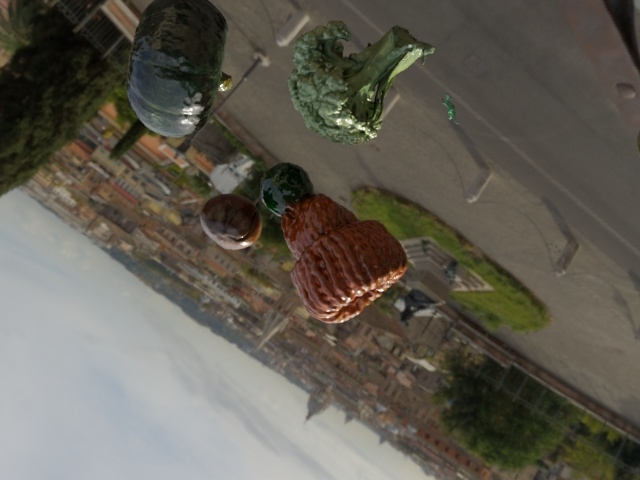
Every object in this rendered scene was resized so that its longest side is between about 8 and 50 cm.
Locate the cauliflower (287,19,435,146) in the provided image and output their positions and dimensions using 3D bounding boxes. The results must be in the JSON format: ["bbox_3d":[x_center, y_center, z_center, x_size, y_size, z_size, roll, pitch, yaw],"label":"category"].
[{"bbox_3d":[0.054,-0.353,1.137,0.261,0.281,0.327,23,-160,-22],"label":"cauliflower"}]

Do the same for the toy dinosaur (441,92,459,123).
[{"bbox_3d":[0.351,-0.355,1.422,0.083,0.021,0.062,54,161,38],"label":"toy dinosaur"}]

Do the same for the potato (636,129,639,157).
[{"bbox_3d":[0.808,-0.192,1.074,0.326,0.243,0.221,33,177,-9],"label":"potato"}]

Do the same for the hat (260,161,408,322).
[{"bbox_3d":[0.000,0.000,1.318,0.400,0.285,0.285,48,171,22],"label":"hat"}]

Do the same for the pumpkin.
[{"bbox_3d":[-0.209,-0.262,0.810,0.152,0.211,0.211,18,167,-6],"label":"pumpkin"}]

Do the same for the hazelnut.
[{"bbox_3d":[-0.221,-0.043,1.304,0.154,0.143,0.143,33,167,-10],"label":"hazelnut"}]
